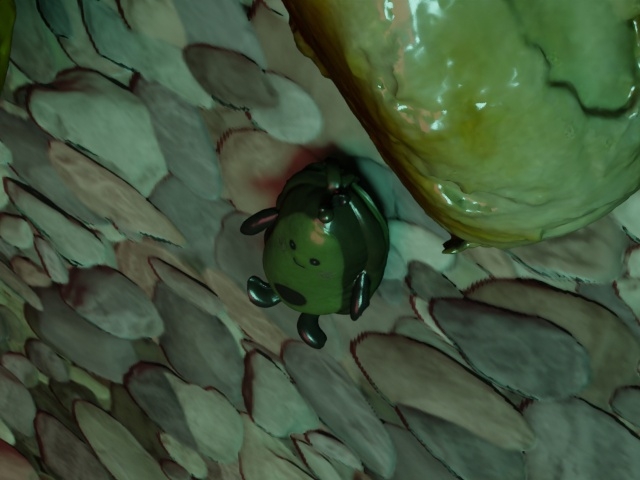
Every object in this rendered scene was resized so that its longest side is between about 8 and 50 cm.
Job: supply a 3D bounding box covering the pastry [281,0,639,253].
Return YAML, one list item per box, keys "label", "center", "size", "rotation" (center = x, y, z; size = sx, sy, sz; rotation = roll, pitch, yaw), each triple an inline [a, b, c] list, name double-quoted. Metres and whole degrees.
- label: "pastry"
  center: [0.033, -0.084, 0.547]
  size: [0.182, 0.093, 0.192]
  rotation: [59, 180, -32]

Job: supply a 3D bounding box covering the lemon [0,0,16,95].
- label: "lemon"
  center: [-0.298, -0.107, 0.775]
  size: [0.336, 0.336, 0.336]
  rotation: [31, 147, 22]

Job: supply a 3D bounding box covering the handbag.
- label: "handbag"
  center: [0.000, 0.000, 0.803]
  size: [0.072, 0.047, 0.111]
  rotation: [37, 151, 11]
